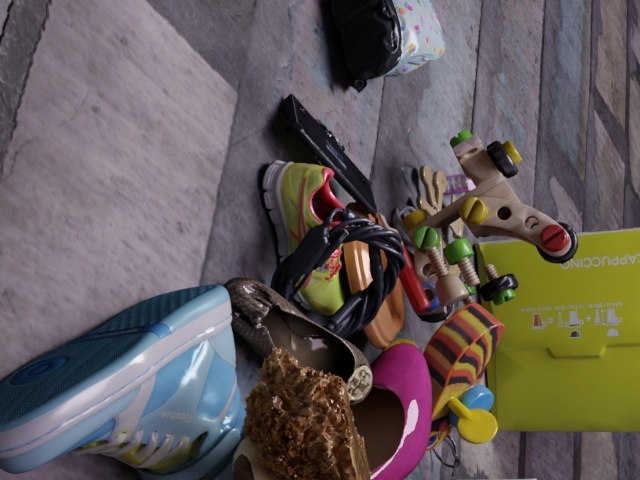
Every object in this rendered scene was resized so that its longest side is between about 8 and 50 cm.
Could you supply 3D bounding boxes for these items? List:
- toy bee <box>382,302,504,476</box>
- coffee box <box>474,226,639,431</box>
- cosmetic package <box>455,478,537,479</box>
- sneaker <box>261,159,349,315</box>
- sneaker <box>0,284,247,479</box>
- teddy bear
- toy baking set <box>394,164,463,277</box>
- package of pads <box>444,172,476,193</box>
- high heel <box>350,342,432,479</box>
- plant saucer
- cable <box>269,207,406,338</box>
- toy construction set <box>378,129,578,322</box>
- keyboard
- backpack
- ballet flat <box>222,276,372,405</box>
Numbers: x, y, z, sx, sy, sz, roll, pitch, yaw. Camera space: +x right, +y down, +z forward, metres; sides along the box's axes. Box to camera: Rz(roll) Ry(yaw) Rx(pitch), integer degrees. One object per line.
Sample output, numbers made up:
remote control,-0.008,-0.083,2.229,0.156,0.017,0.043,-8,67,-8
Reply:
toy bee,0.159,0.236,1.460,0.162,0.195,0.298,-20,115,-35
coffee box,0.502,0.151,1.889,0.334,0.337,0.338,-1,86,-60
cosmetic package,0.238,0.473,1.547,0.224,0.138,0.225,11,74,-64
sneaker,0.000,0.000,1.287,0.081,0.094,0.208,-52,130,-53
sneaker,-0.157,0.179,0.949,0.319,0.127,0.208,-31,110,-57
teddy bear,-0.005,0.244,0.996,0.338,0.113,0.245,71,7,-68
toy baking set,0.170,-0.001,1.656,0.197,0.030,0.256,62,36,-29
package of pads,0.240,-0.096,1.768,0.083,0.050,0.032,-10,93,-60
high heel,0.037,0.237,1.267,0.181,0.127,0.377,66,35,-41
plant saucer,0.075,0.044,1.414,0.200,0.037,0.200,-13,90,-76
cable,0.018,0.052,1.266,0.150,0.047,0.184,21,107,-37
toy construction set,0.185,-0.029,1.491,0.309,0.257,0.237,-5,66,-52
keyboard,0.011,-0.112,1.362,0.180,0.023,0.108,47,20,-33
backpack,0.098,-0.290,1.494,0.182,0.115,0.152,-12,92,-63
ballet flat,-0.018,0.122,1.213,0.250,0.058,0.084,43,72,-33
